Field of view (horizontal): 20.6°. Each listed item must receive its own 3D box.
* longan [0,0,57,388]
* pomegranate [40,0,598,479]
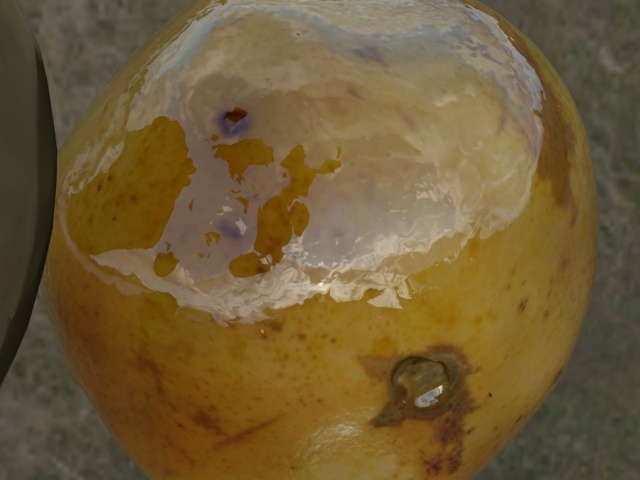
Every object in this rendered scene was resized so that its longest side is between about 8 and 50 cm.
[{"bbox_3d":[-0.258,-0.037,0.545,0.361,0.361,0.361,1,39,-1],"label":"longan"},{"bbox_3d":[0.000,0.000,1.278,0.416,0.416,0.416,1,39,-1],"label":"pomegranate"}]
